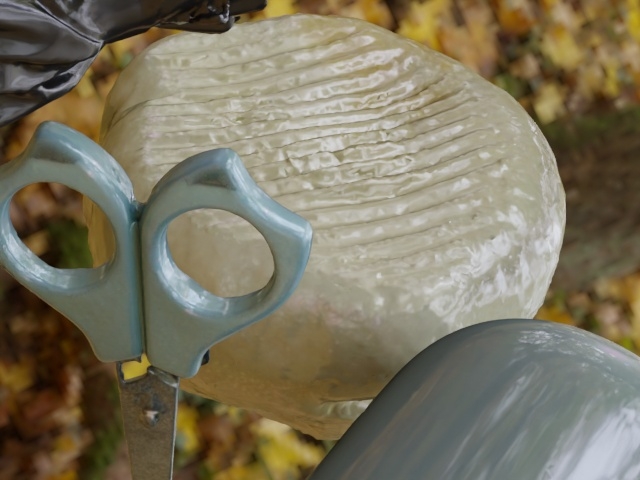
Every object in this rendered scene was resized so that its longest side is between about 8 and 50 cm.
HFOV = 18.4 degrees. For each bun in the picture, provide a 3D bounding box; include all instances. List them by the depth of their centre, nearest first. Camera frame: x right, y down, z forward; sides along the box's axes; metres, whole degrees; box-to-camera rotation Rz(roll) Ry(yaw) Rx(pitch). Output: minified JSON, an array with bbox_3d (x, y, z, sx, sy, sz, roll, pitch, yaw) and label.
[{"bbox_3d":[0.000,0.000,1.468,0.219,0.365,0.365,95,-20,-44],"label":"bun"}]

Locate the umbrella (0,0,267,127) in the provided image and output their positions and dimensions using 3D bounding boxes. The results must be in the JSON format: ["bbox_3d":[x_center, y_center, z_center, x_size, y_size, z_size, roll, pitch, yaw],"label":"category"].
[{"bbox_3d":[-0.082,-0.142,1.003,0.118,0.340,0.118,159,-90,-90],"label":"umbrella"}]

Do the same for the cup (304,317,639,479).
[{"bbox_3d":[0.113,0.244,1.222,0.259,0.274,0.357,17,-41,29],"label":"cup"}]

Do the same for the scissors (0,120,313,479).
[{"bbox_3d":[-0.101,0.082,1.158,0.029,0.191,0.360,-76,171,-47],"label":"scissors"}]
